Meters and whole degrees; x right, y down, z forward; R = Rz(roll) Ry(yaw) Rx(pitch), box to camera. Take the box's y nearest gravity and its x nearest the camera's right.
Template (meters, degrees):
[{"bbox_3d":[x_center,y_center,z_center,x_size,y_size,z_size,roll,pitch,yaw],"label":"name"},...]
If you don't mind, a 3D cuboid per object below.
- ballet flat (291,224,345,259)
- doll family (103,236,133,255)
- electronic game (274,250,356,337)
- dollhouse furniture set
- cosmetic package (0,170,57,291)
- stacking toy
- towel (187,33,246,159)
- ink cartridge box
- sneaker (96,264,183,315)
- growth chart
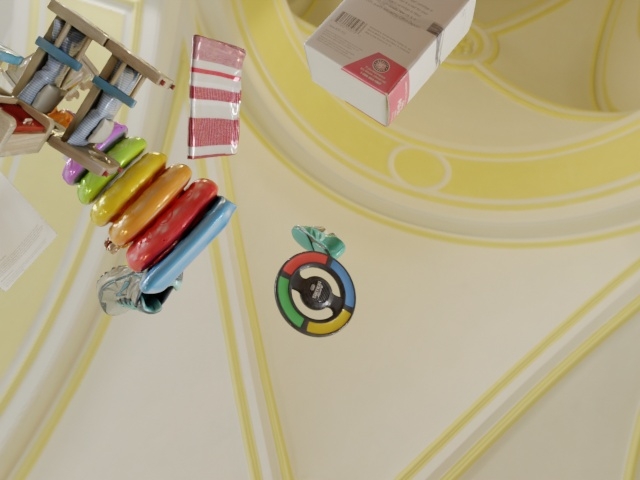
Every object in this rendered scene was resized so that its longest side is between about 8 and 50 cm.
[{"bbox_3d":[0.000,0.000,1.499,0.087,0.083,0.247,-27,-151,-20],"label":"ballet flat"},{"bbox_3d":[-0.516,-0.014,1.432,0.262,0.118,0.163,9,-151,8],"label":"doll family"},{"bbox_3d":[-0.010,0.136,1.259,0.229,0.048,0.229,10,-114,-22],"label":"electronic game"},{"bbox_3d":[-0.244,-0.143,0.470,0.129,0.184,0.129,34,-82,-12],"label":"dollhouse furniture set"},{"bbox_3d":[-0.782,-0.060,1.090,0.155,0.366,0.197,25,-118,13],"label":"cosmetic package"},{"bbox_3d":[-0.272,-0.089,0.645,0.302,0.175,0.166,44,-97,-16],"label":"stacking toy"},{"bbox_3d":[-0.302,-0.405,1.419,0.037,0.329,0.237,13,-163,20],"label":"towel"},{"bbox_3d":[0.138,-0.399,0.960,0.207,0.117,0.283,37,-100,18],"label":"ink cartridge box"},{"bbox_3d":[-0.398,0.111,1.059,0.110,0.283,0.122,15,-131,-45],"label":"sneaker"},{"bbox_3d":[-0.768,-0.473,1.398,0.237,0.021,0.172,-31,-73,-10],"label":"growth chart"}]
